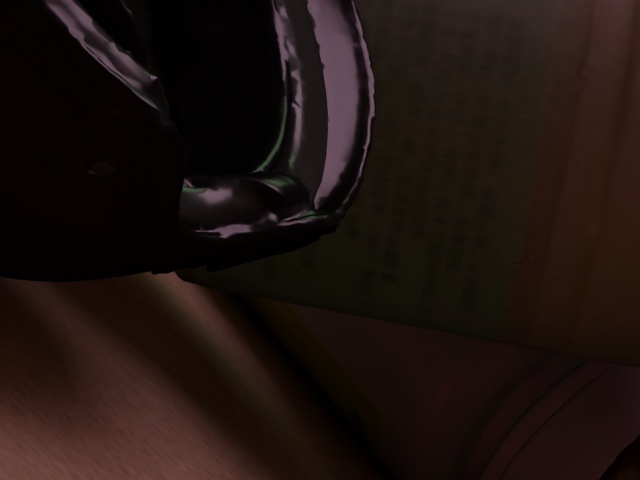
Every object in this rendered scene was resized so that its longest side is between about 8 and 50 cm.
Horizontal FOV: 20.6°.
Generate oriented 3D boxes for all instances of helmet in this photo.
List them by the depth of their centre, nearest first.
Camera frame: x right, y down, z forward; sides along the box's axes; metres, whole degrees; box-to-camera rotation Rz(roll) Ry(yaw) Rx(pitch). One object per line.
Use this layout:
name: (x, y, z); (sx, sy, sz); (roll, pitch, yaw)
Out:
helmet: (-0.109, -0.082, 0.674); (0.305, 0.177, 0.225); (24, 48, -67)

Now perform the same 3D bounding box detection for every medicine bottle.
medicine bottle: (0.143, -0.056, 0.898); (0.406, 0.236, 0.236); (10, 4, 4)
medicine bottle: (0.095, 0.044, 1.105); (0.379, 0.213, 0.213); (48, 7, 32)

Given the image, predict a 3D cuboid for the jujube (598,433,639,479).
jujube: (0.234, 0.206, 0.726); (0.276, 0.276, 0.377); (41, 10, -28)
